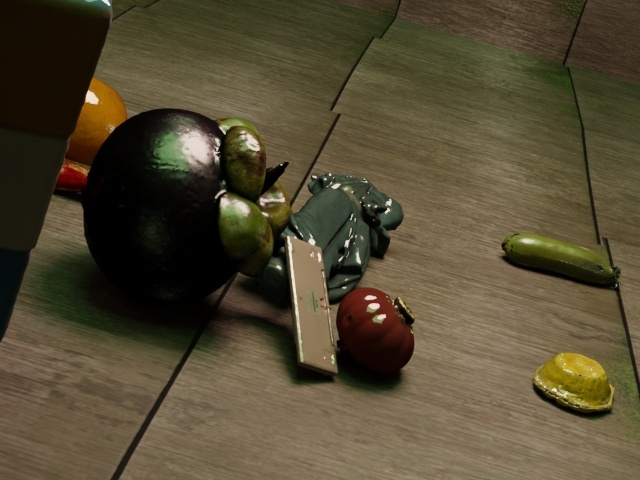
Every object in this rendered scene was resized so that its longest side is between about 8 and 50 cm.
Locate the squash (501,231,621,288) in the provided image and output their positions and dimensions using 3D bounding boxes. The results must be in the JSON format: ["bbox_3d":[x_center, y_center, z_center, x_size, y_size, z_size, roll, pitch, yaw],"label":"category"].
[{"bbox_3d":[0.352,0.028,1.607,0.183,0.052,0.052,17,23,-2],"label":"squash"}]

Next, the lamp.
[{"bbox_3d":[0.060,0.099,1.218,0.101,0.090,0.101,53,12,-16],"label":"lamp"}]

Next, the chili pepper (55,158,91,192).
[{"bbox_3d":[-0.384,-0.102,1.459,0.268,0.050,0.059,17,44,3],"label":"chili pepper"}]

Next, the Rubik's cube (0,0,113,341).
[{"bbox_3d":[-0.383,-0.165,0.884,0.344,0.347,0.346,10,35,-24],"label":"Rubik's cube"}]

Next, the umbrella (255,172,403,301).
[{"bbox_3d":[-0.003,0.001,1.396,0.143,0.094,0.349,25,27,9],"label":"umbrella"}]

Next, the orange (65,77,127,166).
[{"bbox_3d":[-0.343,-0.164,1.515,0.156,0.124,0.156,10,-7,1],"label":"orange"}]

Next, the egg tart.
[{"bbox_3d":[0.296,0.160,1.281,0.105,0.039,0.105,11,22,-4],"label":"egg tart"}]

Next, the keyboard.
[{"bbox_3d":[-0.012,0.072,1.219,0.055,0.017,0.166,20,47,-34],"label":"keyboard"}]

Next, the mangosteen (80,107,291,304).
[{"bbox_3d":[-0.150,-0.040,1.232,0.243,0.243,0.243,12,23,-5],"label":"mangosteen"}]
